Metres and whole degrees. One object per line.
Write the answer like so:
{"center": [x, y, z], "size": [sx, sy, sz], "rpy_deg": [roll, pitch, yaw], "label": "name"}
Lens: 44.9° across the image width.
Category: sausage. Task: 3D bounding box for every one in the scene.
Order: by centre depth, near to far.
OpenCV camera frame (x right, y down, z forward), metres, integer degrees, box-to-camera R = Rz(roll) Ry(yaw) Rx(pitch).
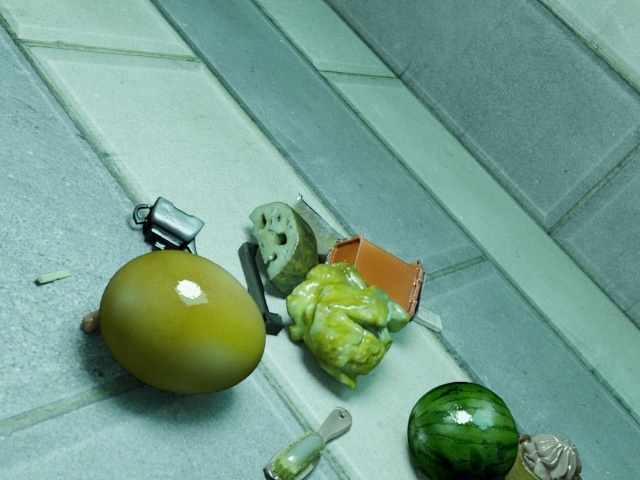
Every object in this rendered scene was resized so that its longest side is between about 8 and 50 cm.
{"center": [-0.412, 0.146, 1.456], "size": [0.034, 0.034, 0.083], "rpy_deg": [45, 31, 10], "label": "sausage"}

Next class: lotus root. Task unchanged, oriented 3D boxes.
{"center": [-0.084, 0.012, 1.885], "size": [0.119, 0.138, 0.234], "rpy_deg": [37, 29, -45], "label": "lotus root"}

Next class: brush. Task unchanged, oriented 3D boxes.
{"center": [-0.508, 0.069, 1.475], "size": [0.016, 0.013, 0.084], "rpy_deg": [50, 23, 9], "label": "brush"}
{"center": [-0.002, 0.398, 1.552], "size": [0.072, 0.067, 0.313], "rpy_deg": [46, 28, 13], "label": "brush"}

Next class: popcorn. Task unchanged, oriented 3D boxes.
{"center": [0.048, 0.178, 1.746], "size": [0.276, 0.225, 0.276], "rpy_deg": [41, -13, 12], "label": "popcorn"}

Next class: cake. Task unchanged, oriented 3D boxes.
{"center": [0.556, 0.550, 1.862], "size": [0.207, 0.178, 0.185], "rpy_deg": [47, 29, 7], "label": "cake"}

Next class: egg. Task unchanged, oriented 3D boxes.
{"center": [-0.246, 0.154, 1.417], "size": [0.322, 0.250, 0.250], "rpy_deg": [32, 29, -32], "label": "egg"}

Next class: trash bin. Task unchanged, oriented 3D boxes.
{"center": [0.137, 0.089, 1.950], "size": [0.239, 0.161, 0.184], "rpy_deg": [37, 56, -28], "label": "trash bin"}

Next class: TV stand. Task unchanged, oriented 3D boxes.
{"center": [-0.140, 0.108, 1.810], "size": [0.049, 0.040, 0.256], "rpy_deg": [17, 36, -35], "label": "TV stand"}

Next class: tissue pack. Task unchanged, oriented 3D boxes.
{"center": [0.290, 0.214, 2.170], "size": [0.108, 0.023, 0.056], "rpy_deg": [28, 31, -19], "label": "tissue pack"}

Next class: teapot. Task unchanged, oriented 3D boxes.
{"center": [-0.340, -0.017, 1.724], "size": [0.177, 0.087, 0.096], "rpy_deg": [32, 53, -12], "label": "teapot"}

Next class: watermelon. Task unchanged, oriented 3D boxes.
{"center": [0.311, 0.426, 1.691], "size": [0.242, 0.242, 0.242], "rpy_deg": [28, 31, -19], "label": "watermelon"}

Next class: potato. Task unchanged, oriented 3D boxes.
{"center": [-0.003, 0.000, 2.097], "size": [0.261, 0.100, 0.120], "rpy_deg": [43, -13, 34], "label": "potato"}

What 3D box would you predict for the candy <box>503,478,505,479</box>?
{"center": [0.383, 0.548, 1.784], "size": [0.086, 0.059, 0.292], "rpy_deg": [18, 36, -38], "label": "candy"}
